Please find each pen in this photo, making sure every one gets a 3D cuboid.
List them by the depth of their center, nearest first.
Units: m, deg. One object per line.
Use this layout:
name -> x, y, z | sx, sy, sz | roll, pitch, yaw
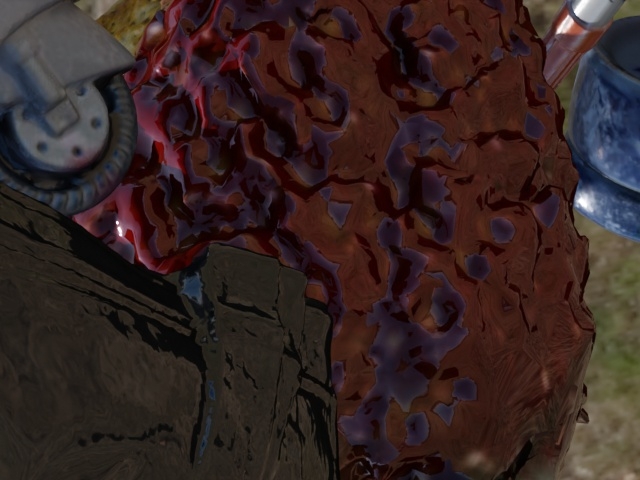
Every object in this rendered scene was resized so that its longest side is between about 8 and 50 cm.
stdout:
pen -> 0.160, -0.149, 0.761 | 0.028, 0.028, 0.239 | 66, 152, 21

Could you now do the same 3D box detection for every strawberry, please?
strawberry -> -0.001, 0.001, 0.736 | 0.292, 0.292, 0.343 | -29, 47, 56

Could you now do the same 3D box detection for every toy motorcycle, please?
toy motorcycle -> -0.184, -0.099, 0.553 | 0.110, 0.260, 0.171 | -12, 71, 60

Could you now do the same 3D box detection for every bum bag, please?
bum bag -> -0.057, 0.048, 0.423 | 0.060, 0.248, 0.123 | -18, 65, 28

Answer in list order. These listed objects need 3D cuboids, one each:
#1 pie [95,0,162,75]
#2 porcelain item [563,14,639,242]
pie -> -0.132, -0.058, 1.000 | 0.339, 0.077, 0.339 | -26, 39, 23
porcelain item -> 0.232, -0.068, 0.980 | 0.147, 0.147, 0.114 | 43, 135, 44
